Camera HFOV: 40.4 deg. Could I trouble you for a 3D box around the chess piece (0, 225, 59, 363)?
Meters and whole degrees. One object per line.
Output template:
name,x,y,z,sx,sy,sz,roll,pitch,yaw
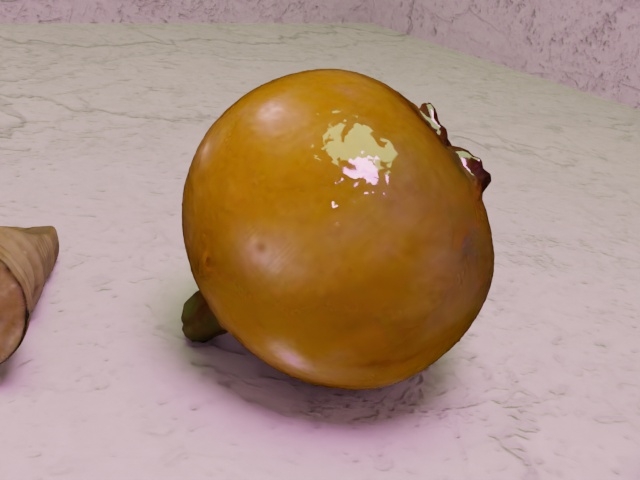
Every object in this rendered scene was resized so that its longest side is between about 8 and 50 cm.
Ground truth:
chess piece,-0.344,0.030,0.901,0.137,0.137,0.301,6,11,-9

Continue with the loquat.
loquat,0.000,0.000,0.878,0.359,0.328,0.328,-32,17,16
